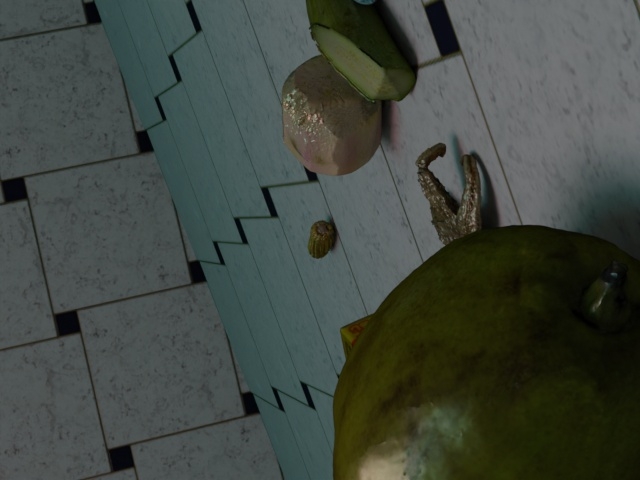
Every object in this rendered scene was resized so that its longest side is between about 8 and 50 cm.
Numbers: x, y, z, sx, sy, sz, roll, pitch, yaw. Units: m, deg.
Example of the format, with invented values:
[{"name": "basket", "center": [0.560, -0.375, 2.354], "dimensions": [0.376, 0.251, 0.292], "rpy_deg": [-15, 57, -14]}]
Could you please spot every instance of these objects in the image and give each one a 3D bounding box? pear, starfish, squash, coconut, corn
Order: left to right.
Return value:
[{"name": "corn", "center": [0.000, 0.000, 1.930], "dimensions": [0.092, 0.037, 0.037], "rpy_deg": [112, 135, -69]}, {"name": "coconut", "center": [0.013, -0.135, 1.517], "dimensions": [0.122, 0.116, 0.116], "rpy_deg": [87, 157, -51]}, {"name": "squash", "center": [0.022, -0.229, 1.413], "dimensions": [0.200, 0.075, 0.090], "rpy_deg": [63, -168, 26]}, {"name": "starfish", "center": [0.141, 0.005, 1.361], "dimensions": [0.150, 0.053, 0.210], "rpy_deg": [-119, 13, -46]}, {"name": "pear", "center": [0.157, 0.128, 1.057], "dimensions": [0.287, 0.287, 0.375], "rpy_deg": [61, 148, 28]}]

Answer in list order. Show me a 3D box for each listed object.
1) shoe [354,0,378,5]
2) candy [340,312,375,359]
[{"name": "shoe", "center": [0.010, -0.314, 1.377], "dimensions": [0.179, 0.049, 0.071], "rpy_deg": [42, 144, 16]}, {"name": "candy", "center": [0.125, 0.211, 1.661], "dimensions": [0.276, 0.088, 0.146], "rpy_deg": [-131, 25, -52]}]
